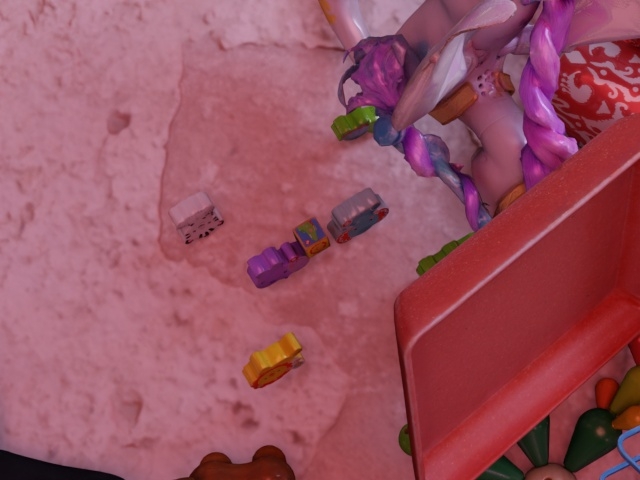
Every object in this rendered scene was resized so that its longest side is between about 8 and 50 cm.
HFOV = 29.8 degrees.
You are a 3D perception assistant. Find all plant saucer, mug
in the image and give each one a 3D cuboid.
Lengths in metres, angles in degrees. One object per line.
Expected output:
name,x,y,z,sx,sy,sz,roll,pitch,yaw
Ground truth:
plant saucer,0.146,0.046,0.824,0.259,0.258,0.048,-38,58,-18
mug,0.278,-0.113,0.984,0.169,0.113,0.150,33,87,11

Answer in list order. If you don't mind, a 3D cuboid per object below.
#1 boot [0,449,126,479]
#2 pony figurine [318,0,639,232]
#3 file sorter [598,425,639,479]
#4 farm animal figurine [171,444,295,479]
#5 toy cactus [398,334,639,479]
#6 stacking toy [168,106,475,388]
boot,-0.285,0.163,1.006,0.247,0.094,0.207,-13,88,9
pony figurine,0.126,-0.173,0.863,0.303,0.351,0.363,-20,70,-22
file sorter,0.261,0.224,0.902,0.104,0.118,0.170,44,134,37
farm animal figurine,-0.051,0.338,0.932,0.327,0.172,0.330,20,87,6
toy cactus,0.181,0.168,0.975,0.219,0.112,0.180,-17,93,-6
stacking toy,0.000,0.000,1.008,0.221,0.052,0.167,-30,68,-5
